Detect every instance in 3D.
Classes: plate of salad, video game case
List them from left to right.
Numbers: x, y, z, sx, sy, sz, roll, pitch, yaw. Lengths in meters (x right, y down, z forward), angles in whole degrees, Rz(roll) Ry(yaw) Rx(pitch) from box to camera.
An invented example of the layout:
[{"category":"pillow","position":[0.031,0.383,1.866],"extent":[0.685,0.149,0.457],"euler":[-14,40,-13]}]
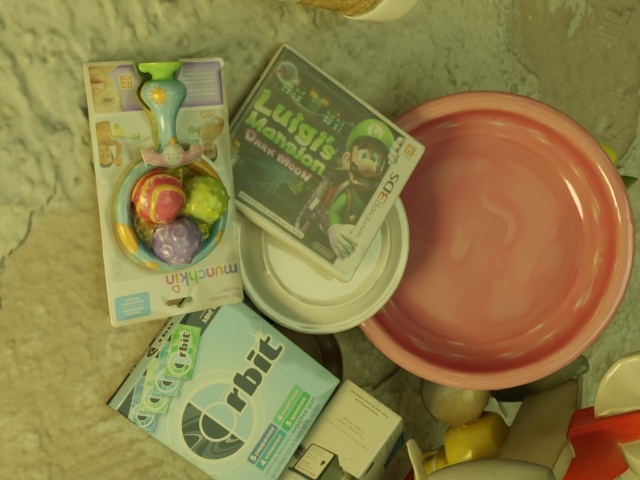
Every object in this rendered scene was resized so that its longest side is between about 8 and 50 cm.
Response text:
[{"category":"video game case","position":[-0.006,-0.079,0.893],"extent":[0.190,0.022,0.173],"euler":[34,75,-15]},{"category":"plate of salad","position":[0.000,0.000,0.936],"extent":[0.199,0.048,0.200],"euler":[-1,93,-18]}]

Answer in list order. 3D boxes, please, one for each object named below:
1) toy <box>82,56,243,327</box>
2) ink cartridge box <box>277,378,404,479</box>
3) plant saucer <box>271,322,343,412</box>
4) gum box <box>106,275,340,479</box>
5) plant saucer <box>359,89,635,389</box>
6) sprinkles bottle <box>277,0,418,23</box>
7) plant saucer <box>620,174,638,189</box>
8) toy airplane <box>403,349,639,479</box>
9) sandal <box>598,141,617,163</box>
[{"category":"toy","position":[-0.131,-0.046,0.791],"extent":[0.136,0.056,0.238],"euler":[-10,97,-31]},{"category":"ink cartridge box","position":[0.007,0.264,0.964],"extent":[0.191,0.082,0.140],"euler":[-53,161,-15]},{"category":"plant saucer","position":[-0.043,0.162,0.970],"extent":[0.168,0.029,0.169],"euler":[-13,110,-40]},{"category":"gum box","position":[-0.092,0.152,0.875],"extent":[0.184,0.041,0.157],"euler":[42,72,-21]},{"category":"plant saucer","position":[0.180,0.000,0.994],"extent":[0.084,0.331,0.332],"euler":[-23,125,-86]},{"category":"sprinkles bottle","position":[-0.054,-0.278,0.782],"extent":[0.355,0.121,0.121],"euler":[-3,102,-43]},{"category":"plant saucer","position":[0.329,-0.009,1.186],"extent":[0.241,0.037,0.241],"euler":[-42,168,-11]},{"category":"toy airplane","position":[0.241,0.240,1.051],"extent":[0.384,0.386,0.272],"euler":[-39,84,-17]},{"category":"sandal","position":[0.231,-0.064,1.126],"extent":[0.317,0.126,0.138],"euler":[-39,90,-22]}]
